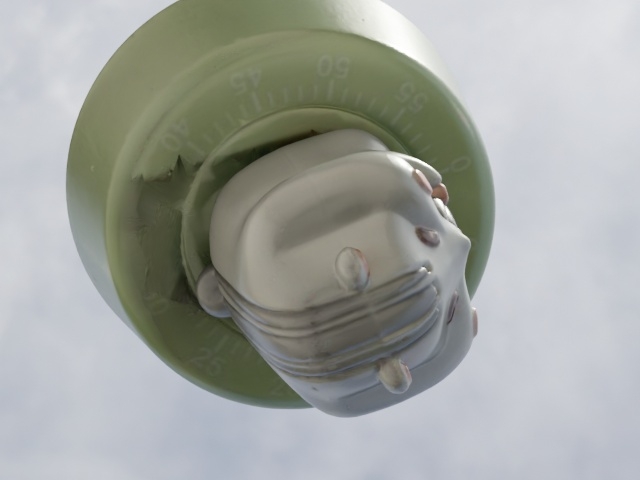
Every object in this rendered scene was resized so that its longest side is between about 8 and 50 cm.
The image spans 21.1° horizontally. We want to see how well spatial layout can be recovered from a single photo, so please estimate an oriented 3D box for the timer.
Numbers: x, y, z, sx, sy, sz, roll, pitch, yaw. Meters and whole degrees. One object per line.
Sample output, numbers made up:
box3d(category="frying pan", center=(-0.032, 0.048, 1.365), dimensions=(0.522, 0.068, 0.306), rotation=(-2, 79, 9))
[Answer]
box3d(category="timer", center=(0.000, 0.000, 1.066), dimensions=(0.290, 0.291, 0.315), rotation=(-53, -159, 6))
